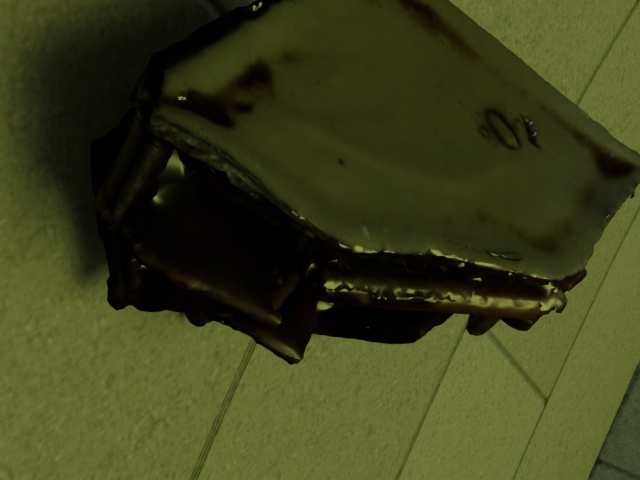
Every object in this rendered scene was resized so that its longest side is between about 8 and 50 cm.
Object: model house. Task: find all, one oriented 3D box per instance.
[{"bbox_3d":[0.000,0.000,0.719,0.282,0.297,0.317,-38,-175,47],"label":"model house"}]
